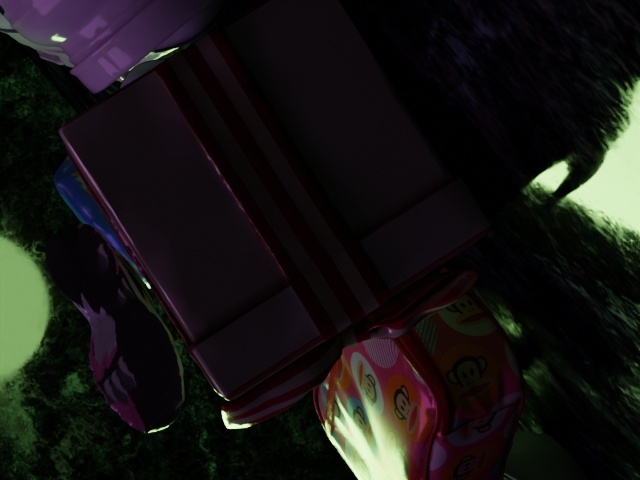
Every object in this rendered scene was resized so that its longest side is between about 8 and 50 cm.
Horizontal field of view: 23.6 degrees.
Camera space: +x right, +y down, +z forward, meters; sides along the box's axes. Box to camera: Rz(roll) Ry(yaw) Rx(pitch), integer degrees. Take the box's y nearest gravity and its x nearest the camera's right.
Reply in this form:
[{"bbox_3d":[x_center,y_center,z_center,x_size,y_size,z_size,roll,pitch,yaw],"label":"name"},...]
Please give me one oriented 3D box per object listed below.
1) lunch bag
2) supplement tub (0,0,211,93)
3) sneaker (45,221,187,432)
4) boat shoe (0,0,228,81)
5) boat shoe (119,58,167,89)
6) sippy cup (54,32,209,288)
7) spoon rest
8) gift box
[{"bbox_3d":[0.080,0.132,1.513,0.258,0.120,0.293,55,155,35],"label":"lunch bag"},{"bbox_3d":[-0.179,-0.256,1.037,0.272,0.191,0.191,50,172,-11],"label":"supplement tub"},{"bbox_3d":[-0.151,0.067,1.235,0.178,0.072,0.077,66,-169,13],"label":"sneaker"},{"bbox_3d":[-0.175,-0.195,1.400,0.367,0.135,0.156,8,154,48],"label":"boat shoe"},{"bbox_3d":[-0.078,-0.108,1.361,0.268,0.096,0.088,14,-152,-42],"label":"boat shoe"},{"bbox_3d":[-0.153,-0.075,1.633,0.240,0.224,0.305,41,169,37],"label":"sippy cup"},{"bbox_3d":[0.212,0.224,1.625,0.137,0.084,0.276,40,167,46],"label":"spoon rest"},{"bbox_3d":[-0.026,-0.024,1.177,0.258,0.255,0.276,58,178,1],"label":"gift box"}]
